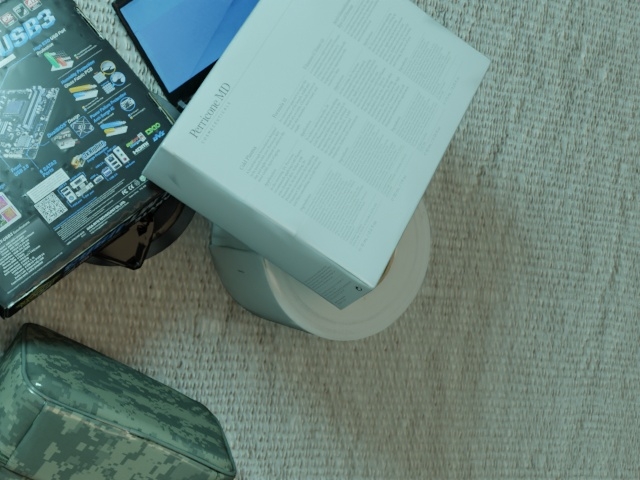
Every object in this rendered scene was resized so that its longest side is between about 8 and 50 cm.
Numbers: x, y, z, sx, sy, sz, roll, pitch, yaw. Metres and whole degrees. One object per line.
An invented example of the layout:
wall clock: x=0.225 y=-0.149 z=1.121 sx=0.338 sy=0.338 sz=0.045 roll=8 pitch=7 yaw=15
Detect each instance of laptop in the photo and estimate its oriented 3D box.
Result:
laptop: x=-0.083 y=-0.248 z=1.468 sx=0.234 sy=0.264 sz=0.136 roll=-39 pitch=152 yaw=-19

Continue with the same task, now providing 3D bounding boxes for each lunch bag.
lunch bag: x=-0.292 y=0.278 z=1.363 sx=0.305 sy=0.212 sz=0.256 roll=29 pitch=97 yaw=-24

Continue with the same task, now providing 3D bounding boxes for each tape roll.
tape roll: x=0.000 y=0.000 z=1.518 sx=0.246 sy=0.169 sz=0.246 roll=-3 pitch=95 yaw=-29

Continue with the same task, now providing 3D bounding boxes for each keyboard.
keyboard: x=-0.290 y=-0.039 z=1.386 sx=0.192 sy=0.038 sz=0.100 roll=22 pitch=81 yaw=-10

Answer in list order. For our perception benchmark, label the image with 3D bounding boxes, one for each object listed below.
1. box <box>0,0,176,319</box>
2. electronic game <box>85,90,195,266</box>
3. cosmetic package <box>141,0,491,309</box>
box: x=-0.336 y=-0.113 z=1.329 sx=0.295 sy=0.073 sz=0.293 roll=-40 pitch=87 yaw=-21
electronic game: x=-0.257 y=-0.081 z=1.440 sx=0.229 sy=0.048 sz=0.229 roll=-3 pitch=99 yaw=-20
cosmetic package: x=0.006 y=-0.151 z=1.379 sx=0.284 sy=0.097 sz=0.377 roll=36 pitch=60 yaw=-11
